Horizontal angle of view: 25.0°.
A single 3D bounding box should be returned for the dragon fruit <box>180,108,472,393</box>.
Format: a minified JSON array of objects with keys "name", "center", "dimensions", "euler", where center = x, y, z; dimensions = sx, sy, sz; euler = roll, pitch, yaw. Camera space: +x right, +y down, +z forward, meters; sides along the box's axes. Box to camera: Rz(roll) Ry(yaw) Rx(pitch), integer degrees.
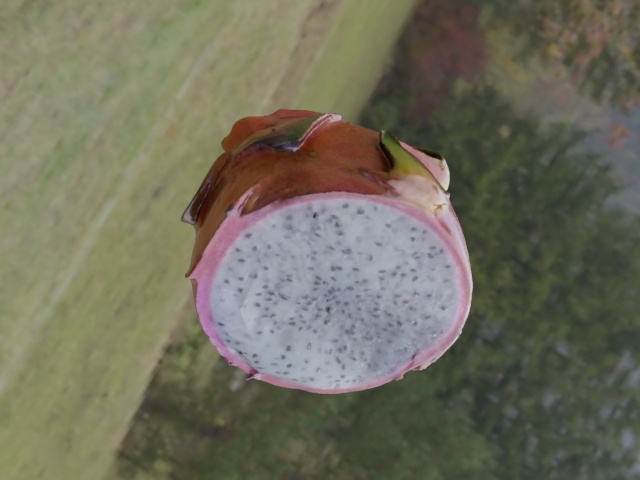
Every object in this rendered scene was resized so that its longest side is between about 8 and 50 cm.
[{"name":"dragon fruit","center":[0.000,0.000,1.397],"dimensions":[0.189,0.291,0.290],"euler":[-95,-155,-53]}]
